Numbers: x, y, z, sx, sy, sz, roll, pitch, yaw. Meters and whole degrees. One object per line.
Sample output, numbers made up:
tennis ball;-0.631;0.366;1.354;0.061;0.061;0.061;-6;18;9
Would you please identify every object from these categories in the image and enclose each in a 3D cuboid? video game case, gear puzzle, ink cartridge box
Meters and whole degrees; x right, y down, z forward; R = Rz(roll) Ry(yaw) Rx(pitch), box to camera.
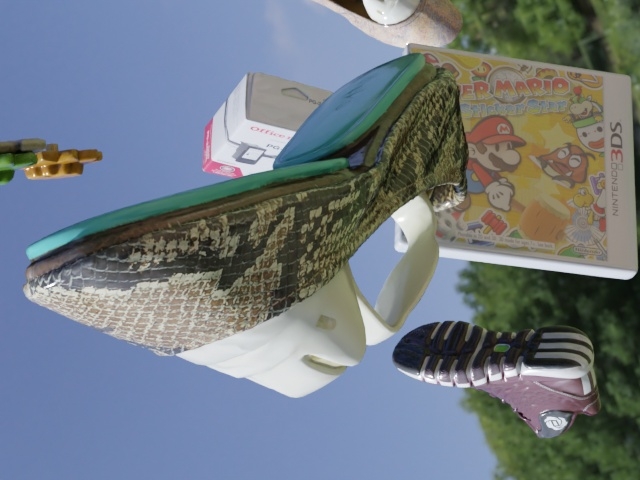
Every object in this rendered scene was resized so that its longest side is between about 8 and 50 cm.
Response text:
video game case;0.184;-0.075;1.145;0.026;0.227;0.206;117;158;-67
gear puzzle;-0.327;-0.051;1.006;0.339;0.175;0.044;-9;-87;-49
ink cartridge box;-0.060;-0.123;1.406;0.109;0.150;0.063;12;-113;-21

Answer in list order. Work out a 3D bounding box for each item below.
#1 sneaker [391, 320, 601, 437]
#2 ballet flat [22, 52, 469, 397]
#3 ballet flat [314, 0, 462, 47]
sneaker;0.235;0.197;1.610;0.106;0.281;0.162;-55;-49;-38
ballet flat;0.000;0.000;0.867;0.483;0.164;0.182;-36;-75;-56
ballet flat;0.066;-0.378;1.870;0.107;0.316;0.106;-63;-27;-6
